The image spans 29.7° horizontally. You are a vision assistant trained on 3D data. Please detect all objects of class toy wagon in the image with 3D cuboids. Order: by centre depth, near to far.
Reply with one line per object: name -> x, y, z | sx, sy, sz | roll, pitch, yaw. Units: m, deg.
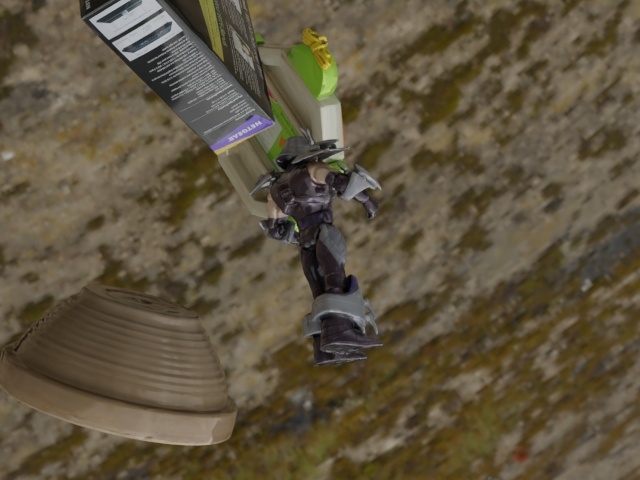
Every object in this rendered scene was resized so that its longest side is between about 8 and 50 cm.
toy wagon -> -0.050, -0.177, 1.763 | 0.068, 0.267, 0.344 | -18, 157, -38

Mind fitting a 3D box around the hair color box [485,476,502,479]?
hair color box -> 0.224, 0.463, 1.497 | 0.185, 0.113, 0.374 | 14, 130, -11

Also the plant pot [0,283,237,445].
plant pot -> -0.187, 0.111, 1.181 | 0.237, 0.237, 0.109 | 13, 95, -54

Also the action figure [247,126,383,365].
action figure -> 0.000, 0.000, 1.414 | 0.099, 0.285, 0.185 | -4, 164, -29

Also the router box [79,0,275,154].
router box -> -0.165, -0.280, 1.309 | 0.081, 0.309, 0.243 | -27, 138, 16
